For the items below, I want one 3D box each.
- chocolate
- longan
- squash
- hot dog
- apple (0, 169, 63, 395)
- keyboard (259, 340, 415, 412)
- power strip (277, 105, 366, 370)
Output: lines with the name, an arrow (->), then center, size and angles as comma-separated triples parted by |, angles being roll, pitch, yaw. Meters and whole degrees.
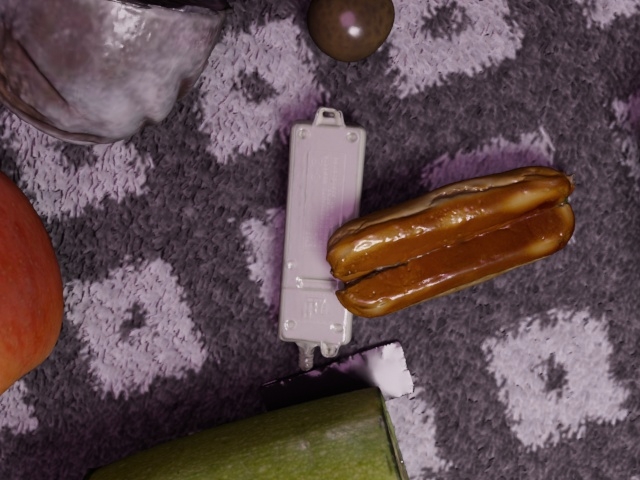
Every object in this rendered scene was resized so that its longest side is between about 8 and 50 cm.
chocolate -> -0.267, -0.217, 1.150 | 0.303, 0.303, 0.213 | 18, 111, 0
longan -> 0.037, -0.277, 1.220 | 0.113, 0.092, 0.113 | -1, 84, 8
squash -> -0.075, 0.343, 1.198 | 0.384, 0.263, 0.263 | -16, 95, 4
hot dog -> 0.170, -0.008, 1.229 | 0.337, 0.100, 0.135 | -20, 108, -8
apple -> -0.484, 0.069, 1.142 | 0.363, 0.364, 0.364 | 0, 95, 2
keyboard -> 0.022, 0.195, 1.304 | 0.196, 0.015, 0.074 | -19, 98, 4
power strip -> 0.000, 0.000, 1.264 | 0.098, 0.058, 0.338 | 4, 95, 0
